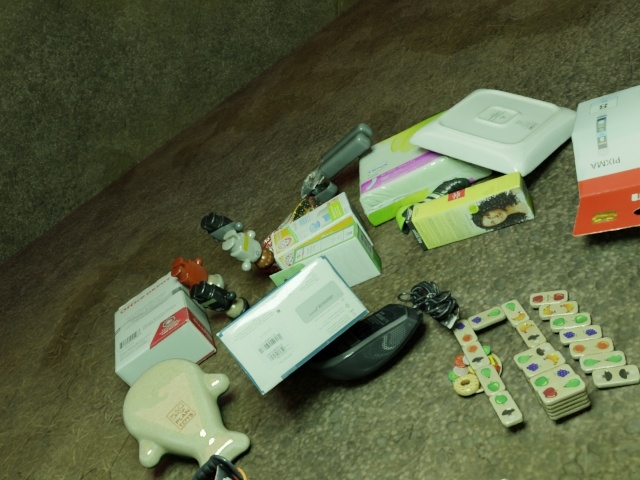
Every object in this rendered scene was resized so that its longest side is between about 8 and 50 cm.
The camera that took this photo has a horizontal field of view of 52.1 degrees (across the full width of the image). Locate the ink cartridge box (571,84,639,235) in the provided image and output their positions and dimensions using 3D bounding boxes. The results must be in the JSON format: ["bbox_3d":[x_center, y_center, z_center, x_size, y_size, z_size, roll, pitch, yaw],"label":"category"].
[{"bbox_3d":[0.583,-0.167,1.099,0.308,0.091,0.385,-13,27,34],"label":"ink cartridge box"}]

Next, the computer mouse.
[{"bbox_3d":[0.111,0.174,1.137,0.272,0.072,0.188,-29,12,-2],"label":"computer mouse"}]

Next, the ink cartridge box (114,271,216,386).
[{"bbox_3d":[-0.373,0.212,1.542,0.197,0.114,0.273,-36,29,-1],"label":"ink cartridge box"}]

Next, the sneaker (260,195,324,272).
[{"bbox_3d":[-0.072,-0.007,1.617,0.225,0.088,0.093,-47,4,-13],"label":"sneaker"}]

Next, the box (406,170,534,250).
[{"bbox_3d":[0.291,-0.055,1.285,0.232,0.087,0.058,-19,32,28],"label":"box"}]

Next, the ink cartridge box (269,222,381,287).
[{"bbox_3d":[0.011,0.056,1.384,0.209,0.109,0.062,-25,30,18],"label":"ink cartridge box"}]

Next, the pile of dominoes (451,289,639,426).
[{"bbox_3d":[0.316,0.152,0.965,0.196,0.040,0.251,-24,30,4],"label":"pile of dominoes"}]

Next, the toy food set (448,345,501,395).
[{"bbox_3d":[0.239,0.202,1.015,0.083,0.020,0.082,-29,29,11],"label":"toy food set"}]

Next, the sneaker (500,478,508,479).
[{"bbox_3d":[0.173,0.351,0.818,0.085,0.058,0.152,18,64,46],"label":"sneaker"}]

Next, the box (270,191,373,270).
[{"bbox_3d":[0.000,0.000,1.486,0.203,0.103,0.114,-30,28,8],"label":"box"}]

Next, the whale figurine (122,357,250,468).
[{"bbox_3d":[-0.242,0.345,1.224,0.272,0.141,0.216,29,65,32],"label":"whale figurine"}]

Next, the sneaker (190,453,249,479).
[{"bbox_3d":[-0.074,0.387,0.895,0.321,0.180,0.124,-13,35,34],"label":"sneaker"}]

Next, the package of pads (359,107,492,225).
[{"bbox_3d":[0.231,-0.181,1.523,0.297,0.101,0.229,-24,31,18],"label":"package of pads"}]

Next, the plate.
[{"bbox_3d":[0.376,-0.247,1.386,0.278,0.045,0.277,26,48,37],"label":"plate"}]

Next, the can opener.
[{"bbox_3d":[0.046,-0.182,1.647,0.283,0.095,0.076,-35,32,44],"label":"can opener"}]

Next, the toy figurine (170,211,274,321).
[{"bbox_3d":[-0.220,0.060,1.522,0.209,0.148,0.213,-58,37,-1],"label":"toy figurine"}]

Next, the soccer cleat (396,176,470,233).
[{"bbox_3d":[0.244,-0.071,1.397,0.179,0.060,0.072,-30,38,22],"label":"soccer cleat"}]

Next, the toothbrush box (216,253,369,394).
[{"bbox_3d":[-0.050,0.143,1.168,0.216,0.126,0.295,-37,-1,-6],"label":"toothbrush box"}]
